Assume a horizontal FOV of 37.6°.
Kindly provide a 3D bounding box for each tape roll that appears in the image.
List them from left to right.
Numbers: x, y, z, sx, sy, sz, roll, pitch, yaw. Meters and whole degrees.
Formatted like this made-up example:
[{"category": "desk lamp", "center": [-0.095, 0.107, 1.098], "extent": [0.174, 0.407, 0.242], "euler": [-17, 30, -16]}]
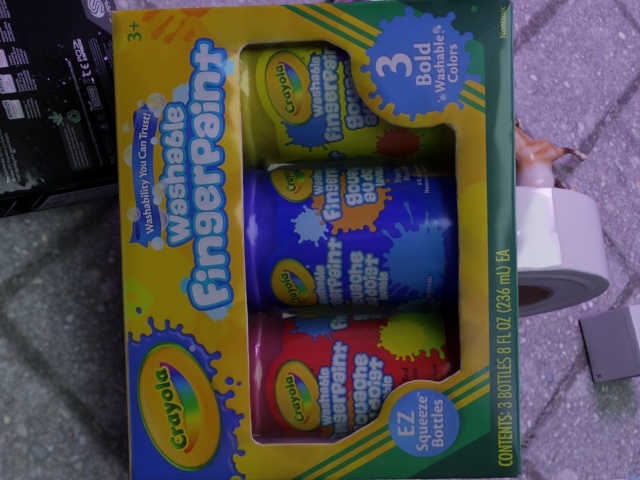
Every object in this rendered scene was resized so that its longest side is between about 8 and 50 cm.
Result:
[{"category": "tape roll", "center": [0.203, 0.026, 1.147], "extent": [0.286, 0.286, 0.100], "euler": [7, 71, -30]}]

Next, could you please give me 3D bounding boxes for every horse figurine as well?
[{"category": "horse figurine", "center": [0.329, -0.068, 1.394], "extent": [0.174, 0.066, 0.263], "euler": [23, 61, -30]}]

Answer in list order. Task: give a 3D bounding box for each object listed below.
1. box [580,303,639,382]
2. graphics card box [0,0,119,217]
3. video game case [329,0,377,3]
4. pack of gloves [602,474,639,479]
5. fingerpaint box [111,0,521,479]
[{"category": "box", "center": [0.452, 0.148, 1.373], "extent": [0.087, 0.102, 0.101], "euler": [-3, 76, -31]}, {"category": "graphics card box", "center": [-0.366, -0.137, 0.965], "extent": [0.370, 0.094, 0.233], "euler": [-16, 82, -34]}, {"category": "video game case", "center": [0.084, -0.234, 1.299], "extent": [0.210, 0.042, 0.232], "euler": [30, 60, -12]}, {"category": "pack of gloves", "center": [0.463, 0.428, 1.333], "extent": [0.232, 0.046, 0.195], "euler": [-1, 63, -35]}, {"category": "fingerpaint box", "center": [0.000, 0.000, 0.927], "extent": [0.371, 0.163, 0.445], "euler": [-1, 93, 4]}]
